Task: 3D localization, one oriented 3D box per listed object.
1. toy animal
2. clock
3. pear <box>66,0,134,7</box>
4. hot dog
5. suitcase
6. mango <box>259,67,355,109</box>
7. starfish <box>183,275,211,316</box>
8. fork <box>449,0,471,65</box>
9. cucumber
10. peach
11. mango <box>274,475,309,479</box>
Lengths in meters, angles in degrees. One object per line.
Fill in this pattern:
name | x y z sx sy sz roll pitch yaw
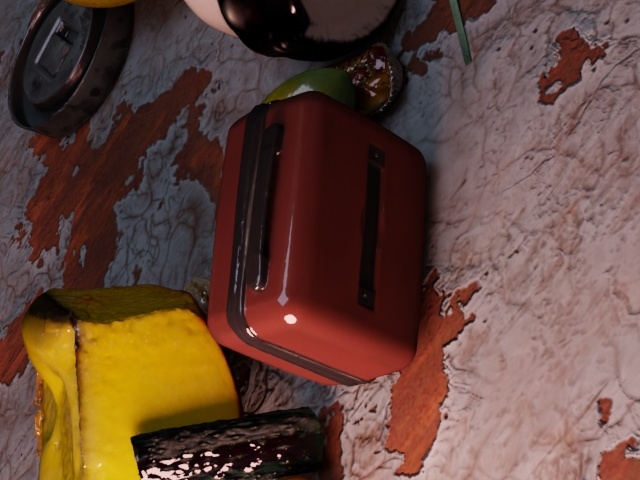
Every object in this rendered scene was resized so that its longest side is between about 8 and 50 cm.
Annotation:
toy animal | -0.066 -0.363 1.665 0.310 0.251 0.251 13 81 50
clock | -0.455 -0.337 2.254 0.319 0.066 0.319 -26 52 38
pear | -0.365 -0.515 2.100 0.386 0.191 0.340 26 62 34
hot dog | 0.028 -0.191 1.621 0.191 0.059 0.108 -22 59 38
suitcase | 0.000 0.000 1.402 0.161 0.236 0.297 -18 58 43
mango | -0.039 -0.115 1.583 0.137 0.091 0.238 20 104 17
starfish | -0.137 0.085 1.669 0.247 0.050 0.138 -28 49 34
fork | 0.162 -0.313 1.558 0.039 0.021 0.235 -37 45 35
cucumber | -0.105 0.239 1.412 0.062 0.211 0.078 135 127 -67
peach | -0.240 0.214 1.566 0.306 0.242 0.381 -43 56 59
mango | -0.036 0.307 1.411 0.127 0.063 0.077 -25 93 53
